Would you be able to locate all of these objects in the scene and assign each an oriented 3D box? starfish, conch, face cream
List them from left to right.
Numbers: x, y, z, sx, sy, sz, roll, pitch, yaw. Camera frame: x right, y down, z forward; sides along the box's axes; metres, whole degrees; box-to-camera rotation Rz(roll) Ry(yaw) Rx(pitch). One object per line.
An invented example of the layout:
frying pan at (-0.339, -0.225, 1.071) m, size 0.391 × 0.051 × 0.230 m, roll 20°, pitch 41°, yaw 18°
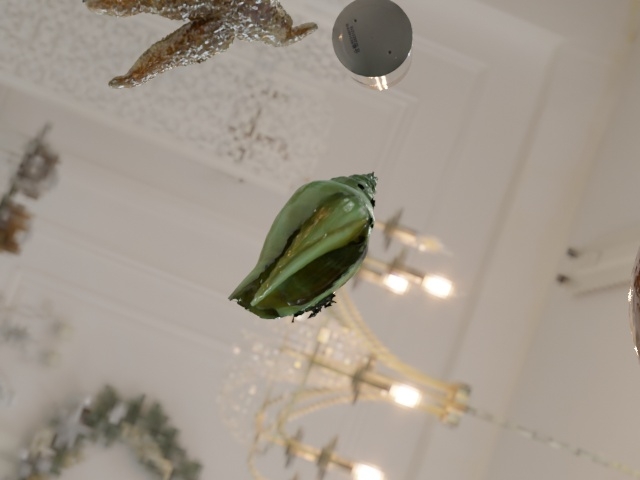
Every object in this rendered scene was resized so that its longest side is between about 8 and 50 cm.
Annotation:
starfish at (-0.113, -0.273, 1.450) m, size 0.302 × 0.060 × 0.299 m, roll -32°, pitch 146°, yaw -9°
conch at (-0.001, -0.001, 1.286) m, size 0.200 × 0.095 × 0.079 m, roll -60°, pitch 178°, yaw -21°
face cream at (0.068, -0.242, 1.667) m, size 0.214 × 0.096 × 0.095 m, roll -27°, pitch 138°, yaw -85°

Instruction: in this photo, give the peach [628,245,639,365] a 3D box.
peach at (0.292, 0.051, 0.705) m, size 0.252 × 0.252 × 0.252 m, roll -159°, pitch -90°, yaw -84°
